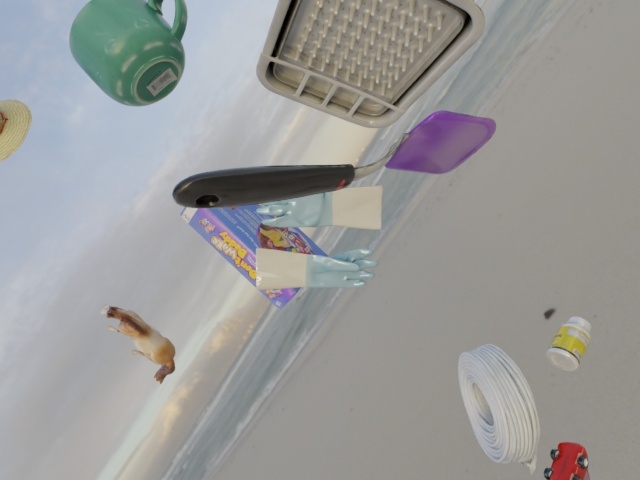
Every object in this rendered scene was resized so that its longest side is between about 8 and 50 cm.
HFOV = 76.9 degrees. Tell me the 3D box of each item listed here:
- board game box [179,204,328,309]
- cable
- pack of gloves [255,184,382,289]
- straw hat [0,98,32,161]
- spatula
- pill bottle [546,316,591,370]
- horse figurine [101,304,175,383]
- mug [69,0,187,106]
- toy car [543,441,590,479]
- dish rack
[{"bbox_3d":[-0.165,-0.009,1.083,0.078,0.347,0.233,-47,0,30],"label":"board game box"},{"bbox_3d":[0.408,0.380,0.949,0.257,0.089,0.256,-109,9,-59],"label":"cable"},{"bbox_3d":[0.000,0.000,0.723,0.046,0.232,0.194,-118,29,-74],"label":"pack of gloves"},{"bbox_3d":[-0.583,-0.205,0.693,0.144,0.145,0.061,-58,-18,-14],"label":"straw hat"},{"bbox_3d":[0.034,-0.060,0.311,0.297,0.030,0.084,-19,-16,-36],"label":"spatula"},{"bbox_3d":[0.560,0.228,0.901,0.116,0.065,0.065,-43,-6,-27],"label":"pill bottle"},{"bbox_3d":[-0.413,0.231,0.934,0.175,0.263,0.066,-6,34,42],"label":"horse figurine"},{"bbox_3d":[-0.247,-0.259,0.547,0.129,0.097,0.157,-37,-7,-47],"label":"mug"},{"bbox_3d":[0.393,0.491,0.710,0.225,0.053,0.239,-33,10,24],"label":"toy car"},{"bbox_3d":[0.063,-0.326,0.663,0.333,0.286,0.072,147,136,-66],"label":"dish rack"}]
